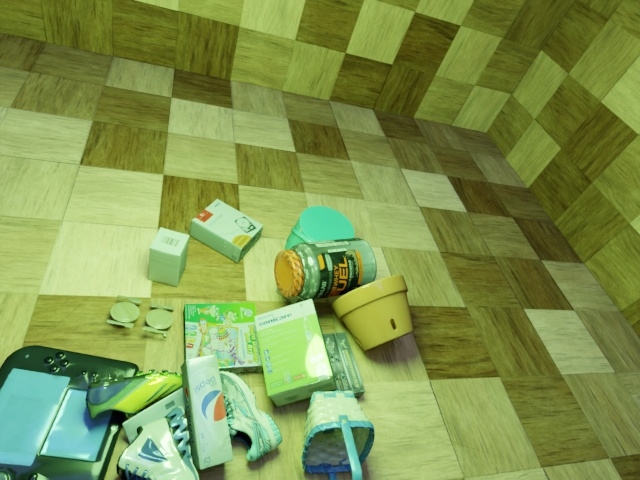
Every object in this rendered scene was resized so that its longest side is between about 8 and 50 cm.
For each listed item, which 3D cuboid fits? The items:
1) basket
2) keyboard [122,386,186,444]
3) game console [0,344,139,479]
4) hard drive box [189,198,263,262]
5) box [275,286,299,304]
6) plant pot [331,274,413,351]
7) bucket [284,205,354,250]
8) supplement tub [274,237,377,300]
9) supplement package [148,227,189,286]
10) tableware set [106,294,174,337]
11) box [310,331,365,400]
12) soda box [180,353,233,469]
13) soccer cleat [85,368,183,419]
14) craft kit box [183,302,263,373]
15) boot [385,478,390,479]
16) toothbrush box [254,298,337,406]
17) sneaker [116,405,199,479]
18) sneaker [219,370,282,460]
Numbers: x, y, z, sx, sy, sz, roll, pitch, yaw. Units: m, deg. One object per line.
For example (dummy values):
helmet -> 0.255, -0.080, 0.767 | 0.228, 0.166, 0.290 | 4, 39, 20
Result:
basket -> 0.051, 0.585, 1.183 | 0.201, 0.255, 0.289 | 5, 36, -10
keyboard -> -0.429, 0.479, 1.215 | 0.256, 0.014, 0.072 | -25, 104, -39
game console -> -0.701, 0.470, 1.104 | 0.341, 0.060, 0.387 | 13, 44, -12
hard drive box -> -0.381, -0.041, 1.728 | 0.232, 0.089, 0.181 | 29, 42, 5
box -> -0.101, 0.173, 1.631 | 0.101, 0.102, 0.087 | 36, 46, 11
plant pot -> 0.210, 0.277, 1.562 | 0.290, 0.291, 0.204 | -11, 71, -32
bucket -> 0.000, 0.000, 1.787 | 0.281, 0.183, 0.281 | 13, 44, -12
supplement tub -> 0.017, 0.102, 1.533 | 0.338, 0.207, 0.207 | -6, 50, -31
supplement package -> -0.533, 0.061, 1.492 | 0.105, 0.179, 0.105 | 16, 44, -9
tableware set -> -0.583, 0.255, 1.384 | 0.194, 0.039, 0.128 | 16, 31, -17
box -> 0.031, 0.435, 1.465 | 0.183, 0.056, 0.231 | 0, 48, -24
soda box -> -0.321, 0.474, 1.184 | 0.091, 0.098, 0.286 | -2, 65, -30
soccer cleat -> -0.505, 0.432, 1.193 | 0.289, 0.093, 0.121 | 10, 75, -45
craft kit box -> -0.328, 0.325, 1.418 | 0.246, 0.061, 0.250 | 4, 47, -24
boot -> 0.208, 0.797, 1.173 | 0.165, 0.077, 0.213 | -20, 55, -39
toothbrush box -> -0.084, 0.362, 1.384 | 0.206, 0.122, 0.283 | -17, 52, -2
sneaker -> -0.413, 0.596, 1.073 | 0.182, 0.127, 0.315 | -8, 45, -25
sneaker -> -0.240, 0.506, 1.234 | 0.283, 0.110, 0.122 | 43, 46, 20
